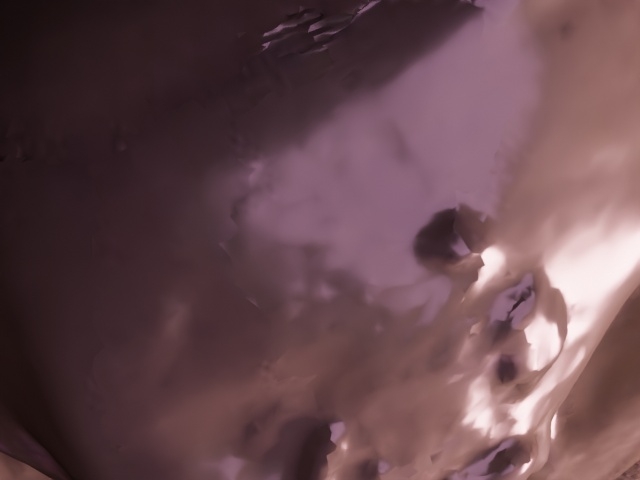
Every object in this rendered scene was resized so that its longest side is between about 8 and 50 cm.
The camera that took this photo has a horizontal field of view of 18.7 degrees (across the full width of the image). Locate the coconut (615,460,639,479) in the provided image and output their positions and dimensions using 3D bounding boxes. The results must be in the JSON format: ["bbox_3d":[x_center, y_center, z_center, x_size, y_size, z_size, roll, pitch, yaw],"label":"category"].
[{"bbox_3d":[0.134,0.052,0.953,0.147,0.147,0.153,28,86,-53],"label":"coconut"}]

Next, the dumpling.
[{"bbox_3d":[0.000,0.000,0.635,0.395,0.233,0.315,-23,132,5],"label":"dumpling"}]
